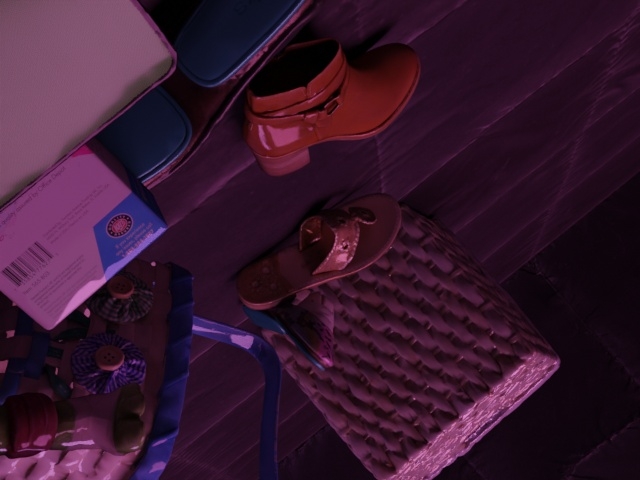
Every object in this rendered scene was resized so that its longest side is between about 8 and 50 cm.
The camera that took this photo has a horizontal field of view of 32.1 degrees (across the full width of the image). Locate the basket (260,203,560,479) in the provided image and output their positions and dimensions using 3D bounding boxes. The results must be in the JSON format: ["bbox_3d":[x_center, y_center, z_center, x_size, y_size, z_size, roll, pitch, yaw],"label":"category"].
[{"bbox_3d":[0.142,0.170,1.727,0.328,0.331,0.266,-42,163,8],"label":"basket"}]

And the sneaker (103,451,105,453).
[{"bbox_3d":[-0.312,0.289,1.379,0.232,0.115,0.090,-31,163,-30],"label":"sneaker"}]

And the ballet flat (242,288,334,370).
[{"bbox_3d":[-0.028,0.096,1.423,0.079,0.077,0.221,-43,-153,-11],"label":"ballet flat"}]

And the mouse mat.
[{"bbox_3d":[-0.188,-0.092,0.609,0.190,0.007,0.152,-39,130,-2],"label":"mouse mat"}]

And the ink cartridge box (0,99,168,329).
[{"bbox_3d":[-0.195,-0.044,0.684,0.104,0.181,0.061,-41,-151,3],"label":"ink cartridge box"}]

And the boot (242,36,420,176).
[{"bbox_3d":[0.015,-0.144,1.000,0.197,0.073,0.152,-39,161,-13],"label":"boot"}]

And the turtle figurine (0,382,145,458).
[{"bbox_3d":[-0.231,0.133,0.666,0.266,0.197,0.274,9,125,-26],"label":"turtle figurine"}]

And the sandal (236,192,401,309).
[{"bbox_3d":[0.004,0.005,1.379,0.240,0.088,0.079,-30,163,-11],"label":"sandal"}]

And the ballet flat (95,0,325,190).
[{"bbox_3d":[-0.102,-0.107,0.787,0.280,0.095,0.096,-39,180,-2],"label":"ballet flat"}]

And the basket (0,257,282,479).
[{"bbox_3d":[-0.156,0.145,0.924,0.289,0.254,0.201,28,127,-29],"label":"basket"}]
